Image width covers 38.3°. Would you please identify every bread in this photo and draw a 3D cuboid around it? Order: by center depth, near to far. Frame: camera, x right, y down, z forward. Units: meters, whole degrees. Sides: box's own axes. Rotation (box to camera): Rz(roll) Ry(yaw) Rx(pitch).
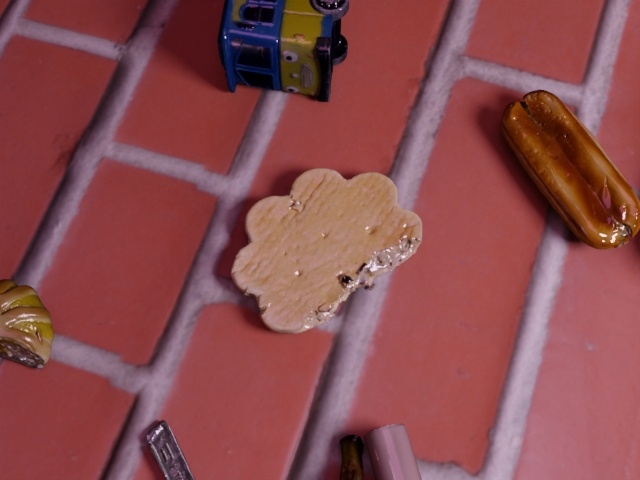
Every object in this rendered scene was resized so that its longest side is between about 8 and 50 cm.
[{"bbox_3d":[-0.391,0.094,1.146,0.157,0.083,0.094,39,60,17],"label":"bread"},{"bbox_3d":[0.000,0.000,1.197,0.250,0.039,0.182,-35,70,-13],"label":"bread"}]

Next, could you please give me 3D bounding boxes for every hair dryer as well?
[{"bbox_3d":[0.180,0.287,1.059,0.220,0.054,0.195,-15,71,-7],"label":"hair dryer"}]

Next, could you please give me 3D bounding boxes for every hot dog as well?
[{"bbox_3d":[0.329,-0.095,1.219,0.100,0.068,0.250,-29,67,0],"label":"hot dog"}]

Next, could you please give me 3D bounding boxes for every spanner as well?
[{"bbox_3d":[-0.121,0.350,1.054,0.093,0.026,0.326,-26,68,-11],"label":"spanner"}]

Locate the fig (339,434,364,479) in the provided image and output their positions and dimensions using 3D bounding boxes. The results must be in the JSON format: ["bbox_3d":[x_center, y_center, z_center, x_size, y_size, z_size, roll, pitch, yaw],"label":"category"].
[{"bbox_3d":[0.005,0.324,0.967,0.190,0.191,0.290,10,63,5],"label":"fig"}]

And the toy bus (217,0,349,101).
[{"bbox_3d":[-0.041,-0.350,1.297,0.175,0.138,0.288,6,67,3],"label":"toy bus"}]
